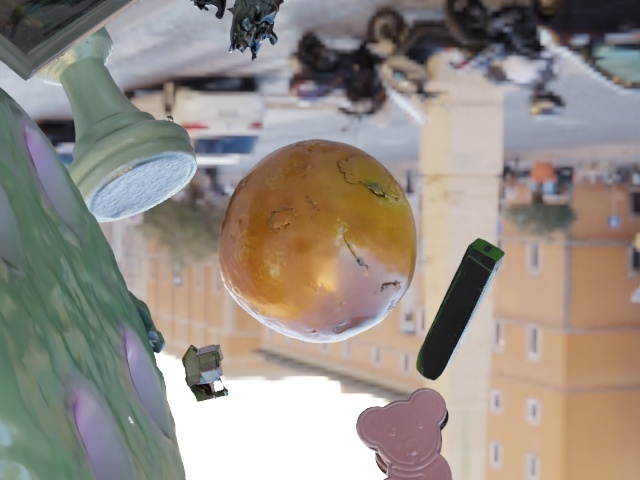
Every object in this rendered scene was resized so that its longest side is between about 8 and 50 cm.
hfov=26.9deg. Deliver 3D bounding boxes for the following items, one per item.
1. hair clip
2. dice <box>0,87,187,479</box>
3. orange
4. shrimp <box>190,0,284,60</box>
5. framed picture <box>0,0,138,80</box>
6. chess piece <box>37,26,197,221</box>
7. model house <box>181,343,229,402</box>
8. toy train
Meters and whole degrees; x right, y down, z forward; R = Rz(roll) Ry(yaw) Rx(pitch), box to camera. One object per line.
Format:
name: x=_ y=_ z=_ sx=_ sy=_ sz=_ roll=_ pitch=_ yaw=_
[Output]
hair clip: x=0.112 y=0.267 z=1.654 sx=0.123 sy=0.102 sz=0.138 roll=-11 pitch=-137 yaw=-11
dice: x=-0.272 y=0.104 z=0.745 sx=0.318 sy=0.330 sz=0.322 roll=-24 pitch=-173 yaw=5
orange: x=0.000 y=0.000 z=1.619 sx=0.246 sy=0.246 sz=0.246 roll=1 pitch=-179 yaw=0
shrimp: x=-0.115 y=-0.381 z=1.914 sx=0.178 sy=0.289 sz=0.075 roll=-4 pitch=158 yaw=43
framed picture: x=-0.268 y=-0.236 z=1.151 sx=0.184 sy=0.016 sz=0.250 roll=40 pitch=-153 yaw=-4
chess piece: x=-0.322 y=-0.195 z=1.937 sx=0.194 sy=0.299 sz=0.194 roll=-26 pitch=163 yaw=-9
model house: x=-0.149 y=0.163 z=1.723 sx=0.057 sy=0.058 sz=0.083 roll=-13 pitch=146 yaw=4
toy train: x=0.181 y=0.093 z=1.757 sx=0.044 sy=0.209 sz=0.042 roll=32 pitch=-147 yaw=16
